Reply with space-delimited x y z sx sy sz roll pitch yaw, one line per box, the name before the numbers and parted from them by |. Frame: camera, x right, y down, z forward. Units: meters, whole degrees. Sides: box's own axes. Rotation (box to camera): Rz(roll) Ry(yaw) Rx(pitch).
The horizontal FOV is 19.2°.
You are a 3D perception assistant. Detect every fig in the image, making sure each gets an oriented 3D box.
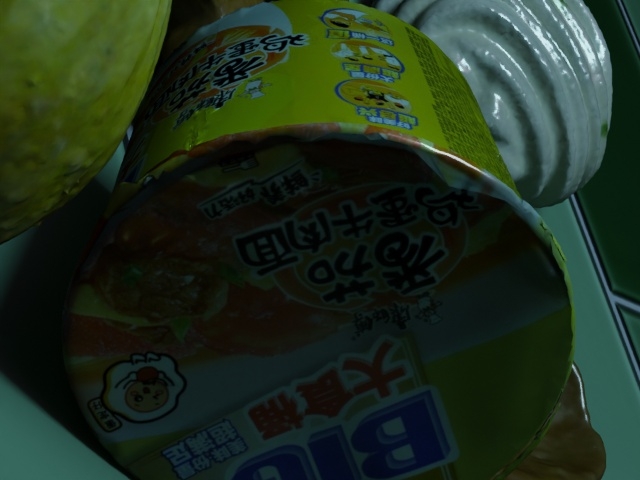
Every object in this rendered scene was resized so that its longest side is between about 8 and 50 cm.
fig | -0.096 -0.092 0.674 0.159 0.257 0.159 56 20 -33

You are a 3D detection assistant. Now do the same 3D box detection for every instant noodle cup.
instant noodle cup | 0.000 0.000 0.788 0.205 0.205 0.153 41 26 -26

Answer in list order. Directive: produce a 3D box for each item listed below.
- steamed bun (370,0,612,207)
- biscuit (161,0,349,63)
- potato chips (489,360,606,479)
steamed bun | 0.112 -0.108 1.157 0.183 0.106 0.183 38 31 -28
biscuit | -0.035 -0.194 0.962 0.278 0.043 0.301 46 40 -52
potato chips | 0.068 0.062 0.969 0.202 0.049 0.150 26 44 -45
